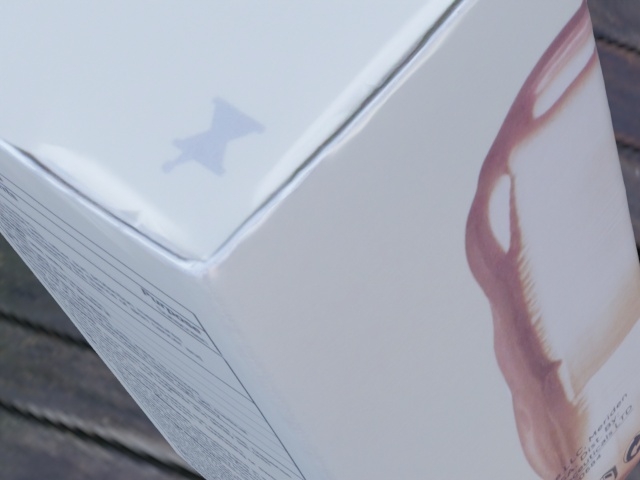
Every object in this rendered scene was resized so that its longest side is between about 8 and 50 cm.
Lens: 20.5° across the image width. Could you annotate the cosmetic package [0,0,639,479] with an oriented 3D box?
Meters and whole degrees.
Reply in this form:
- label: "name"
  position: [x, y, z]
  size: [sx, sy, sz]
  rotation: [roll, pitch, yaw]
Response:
- label: "cosmetic package"
  position: [0.000, 0.000, 0.531]
  size: [0.153, 0.296, 0.129]
  rotation: [36, 76, 29]
